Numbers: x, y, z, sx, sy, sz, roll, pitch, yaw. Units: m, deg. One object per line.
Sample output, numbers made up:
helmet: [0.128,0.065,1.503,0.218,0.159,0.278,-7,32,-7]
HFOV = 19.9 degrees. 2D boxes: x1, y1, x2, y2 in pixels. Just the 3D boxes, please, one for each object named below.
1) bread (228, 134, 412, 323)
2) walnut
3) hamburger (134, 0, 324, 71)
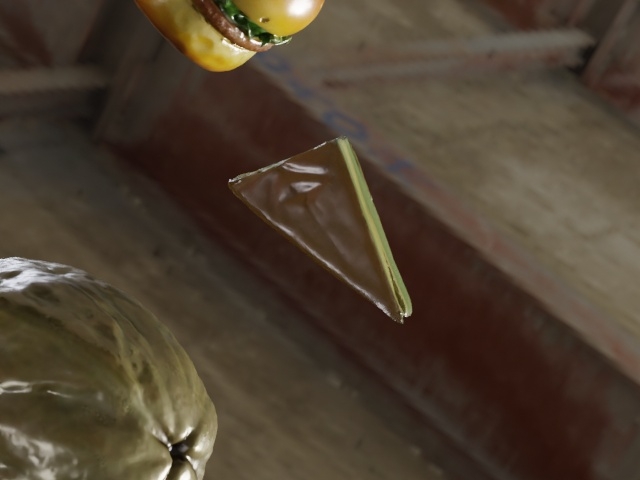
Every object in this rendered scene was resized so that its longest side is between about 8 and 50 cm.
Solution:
bread: [0.002,0.005,1.292,0.074,0.084,0.139,-48,-64,-80]
walnut: [-0.218,0.126,1.369,0.283,0.283,0.227,27,-117,-3]
hamburger: [-0.090,-0.295,1.770,0.246,0.170,0.246,52,-159,-30]
